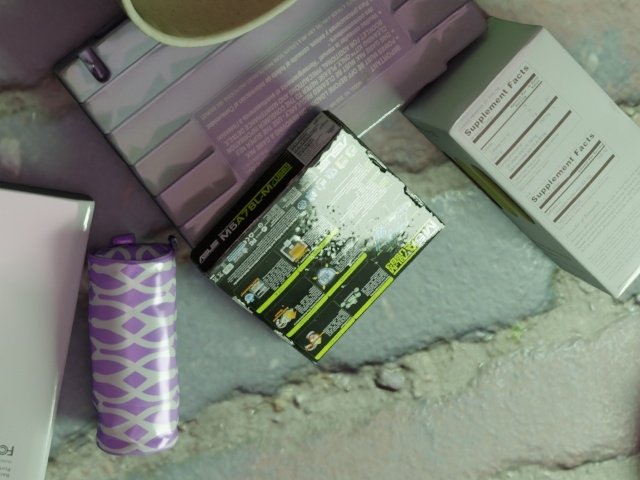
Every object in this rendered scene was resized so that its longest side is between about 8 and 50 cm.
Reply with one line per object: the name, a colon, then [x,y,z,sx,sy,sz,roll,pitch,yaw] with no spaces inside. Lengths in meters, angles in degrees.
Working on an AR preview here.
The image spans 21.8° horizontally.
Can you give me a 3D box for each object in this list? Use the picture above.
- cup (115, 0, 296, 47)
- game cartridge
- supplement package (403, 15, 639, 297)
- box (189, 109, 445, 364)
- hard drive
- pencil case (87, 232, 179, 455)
cup: [-0.113,-0.360,1.358,0.237,0.331,0.331,41,89,23]
game cartridge: [-0.040,-0.176,1.542,0.355,0.068,0.230,-38,113,-5]
supplement package: [0.222,-0.083,1.595,0.244,0.139,0.134,42,88,-19]
box: [0.000,0.000,1.564,0.191,0.045,0.184,-48,134,2]
hard drive: [-0.354,0.114,1.523,0.233,0.047,0.353,9,101,-17]
pencil case: [-0.176,0.097,1.549,0.086,0.088,0.206,-4,103,-22]
